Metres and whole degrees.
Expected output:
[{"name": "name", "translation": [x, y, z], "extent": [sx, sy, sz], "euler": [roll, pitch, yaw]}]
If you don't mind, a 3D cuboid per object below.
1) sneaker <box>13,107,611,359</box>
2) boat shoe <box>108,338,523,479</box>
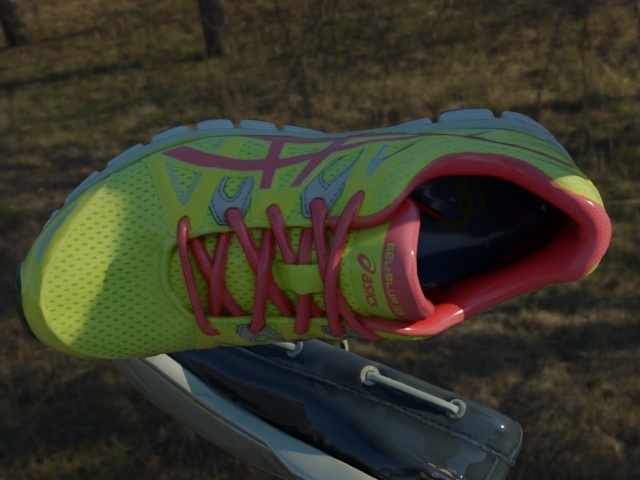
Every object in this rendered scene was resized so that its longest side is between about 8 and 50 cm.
[{"name": "sneaker", "translation": [0.000, 0.000, 0.352], "extent": [0.209, 0.081, 0.094], "euler": [-14, 19, -7]}, {"name": "boat shoe", "translation": [-0.024, 0.064, 0.506], "extent": [0.255, 0.095, 0.079], "euler": [22, 67, 37]}]
